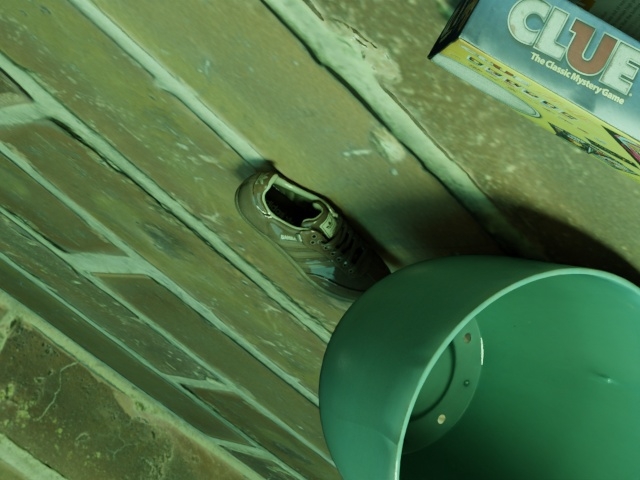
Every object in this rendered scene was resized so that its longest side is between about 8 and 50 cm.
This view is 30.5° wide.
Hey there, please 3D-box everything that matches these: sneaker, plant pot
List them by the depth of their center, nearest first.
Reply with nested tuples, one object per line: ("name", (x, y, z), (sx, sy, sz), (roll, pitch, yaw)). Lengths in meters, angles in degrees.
("plant pot", (0.133, 0.142, 1.029), (0.293, 0.293, 0.235), (41, 171, -28))
("sneaker", (0.000, 0.000, 1.154), (0.188, 0.066, 0.071), (34, 158, -12))

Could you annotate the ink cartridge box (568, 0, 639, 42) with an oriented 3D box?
("ink cartridge box", (0.215, -0.128, 0.508), (0.224, 0.045, 0.223), (30, 159, 0))

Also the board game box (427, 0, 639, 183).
("board game box", (0.178, -0.058, 0.623), (0.243, 0.042, 0.165), (30, -175, -3))
